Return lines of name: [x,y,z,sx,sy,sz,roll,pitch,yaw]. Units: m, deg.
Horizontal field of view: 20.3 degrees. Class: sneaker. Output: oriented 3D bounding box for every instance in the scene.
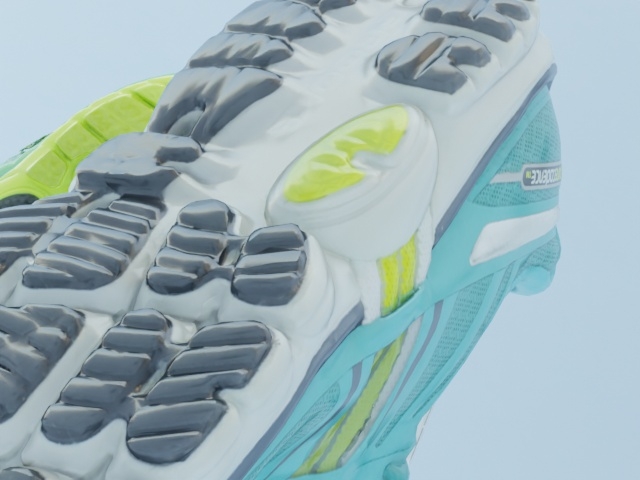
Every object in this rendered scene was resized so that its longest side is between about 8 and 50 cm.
sneaker: [-0.172,-0.044,1.281,0.295,0.123,0.109,-26,-69,14]
sneaker: [-0.018,0.037,0.401,0.107,0.275,0.110,10,-52,38]

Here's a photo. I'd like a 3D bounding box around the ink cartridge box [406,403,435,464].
ink cartridge box: [-0.066,0.115,1.397,0.296,0.066,0.261,22,-86,2]
